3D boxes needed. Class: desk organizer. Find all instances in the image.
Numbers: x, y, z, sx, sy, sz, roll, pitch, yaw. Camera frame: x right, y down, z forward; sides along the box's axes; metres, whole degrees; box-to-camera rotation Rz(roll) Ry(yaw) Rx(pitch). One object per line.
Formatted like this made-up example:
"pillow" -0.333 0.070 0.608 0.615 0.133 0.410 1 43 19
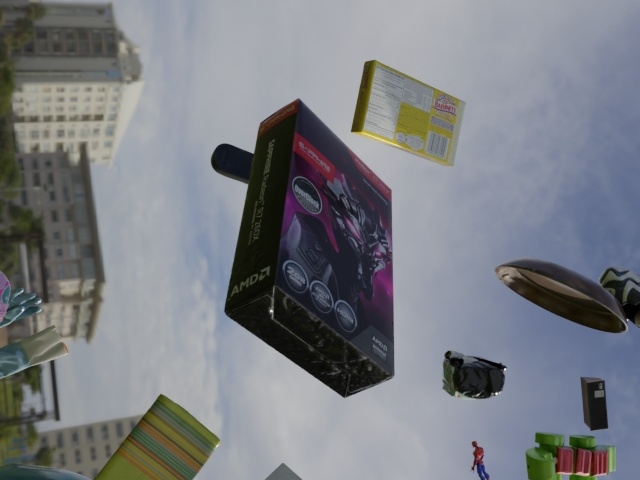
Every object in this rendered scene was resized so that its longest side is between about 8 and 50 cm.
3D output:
"desk organizer" 0.695 0.411 1.881 0.050 0.047 0.130 -97 179 -81

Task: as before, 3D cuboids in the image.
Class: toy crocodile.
"toy crocodile" 0.592 0.514 1.730 0.105 0.340 0.115 -7 -106 54

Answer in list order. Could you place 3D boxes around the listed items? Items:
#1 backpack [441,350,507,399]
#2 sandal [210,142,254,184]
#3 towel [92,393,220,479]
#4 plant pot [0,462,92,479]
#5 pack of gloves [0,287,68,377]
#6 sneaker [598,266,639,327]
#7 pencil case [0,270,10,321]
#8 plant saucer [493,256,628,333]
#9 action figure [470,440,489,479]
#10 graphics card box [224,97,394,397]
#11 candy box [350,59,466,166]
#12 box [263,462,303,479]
"backpack" 0.378 0.351 1.917 0.182 0.151 0.115 -176 -83 -79
"sandal" -0.122 -0.157 1.685 0.054 0.254 0.097 141 -44 -57
"towel" -0.232 0.310 0.901 0.102 0.237 0.021 45 -20 -17
"plant pot" -0.578 0.627 1.577 0.235 0.293 0.293 -7 -93 24
"pack of gloves" -0.744 0.218 1.756 0.046 0.232 0.195 -116 -174 -72
"sneaker" 0.770 0.146 1.702 0.153 0.234 0.094 -84 -170 -46
"pencil case" -0.562 0.075 1.037 0.284 0.124 0.124 42 36 -74
"plant saucer" 0.540 0.115 1.654 0.050 0.310 0.310 -61 -159 -10
"action figure" 0.359 0.508 1.672 0.030 0.038 0.115 -7 -84 46
"graphics card box" 0.000 0.000 1.021 0.094 0.233 0.371 -28 -144 30
"candy box" 0.135 -0.183 1.096 0.027 0.205 0.105 6 -96 50
"box" -0.137 0.586 1.423 0.121 0.311 0.148 37 -56 16
